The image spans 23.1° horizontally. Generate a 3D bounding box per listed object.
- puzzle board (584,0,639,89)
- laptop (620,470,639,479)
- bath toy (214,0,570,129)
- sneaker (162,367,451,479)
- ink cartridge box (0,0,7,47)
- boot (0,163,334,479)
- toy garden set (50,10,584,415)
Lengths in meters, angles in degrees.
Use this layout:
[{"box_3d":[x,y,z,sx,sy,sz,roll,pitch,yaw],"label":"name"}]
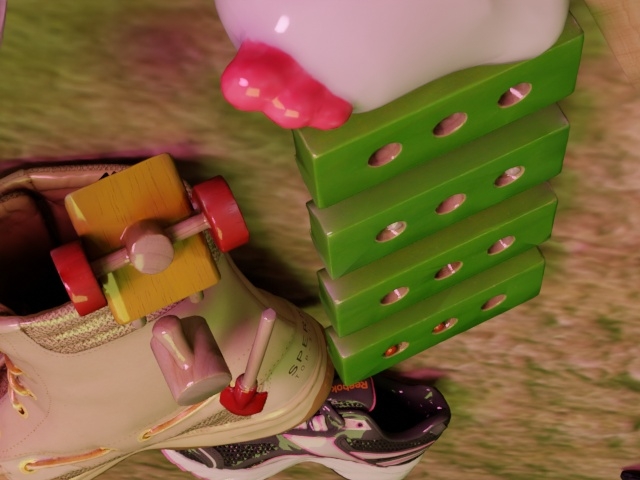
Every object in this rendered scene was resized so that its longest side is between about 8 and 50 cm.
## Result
[{"box_3d":[0.139,-0.098,0.550,0.096,0.011,0.128,-12,151,23],"label":"puzzle board"},{"box_3d":[0.385,0.160,1.046,0.234,0.137,0.264,28,169,-40],"label":"laptop"},{"box_3d":[0.051,-0.137,0.351,0.151,0.129,0.348,41,146,0],"label":"bath toy"},{"box_3d":[-0.005,0.093,0.893,0.178,0.072,0.077,4,150,-31],"label":"sneaker"},{"box_3d":[-0.317,-0.053,0.378,0.385,0.091,0.308,28,144,-27],"label":"ink cartridge box"},{"box_3d":[-0.145,0.054,0.769,0.261,0.095,0.203,-13,152,14],"label":"boot"},{"box_3d":[0.000,0.000,0.656,0.203,0.049,0.244,-25,157,-8],"label":"toy garden set"}]
